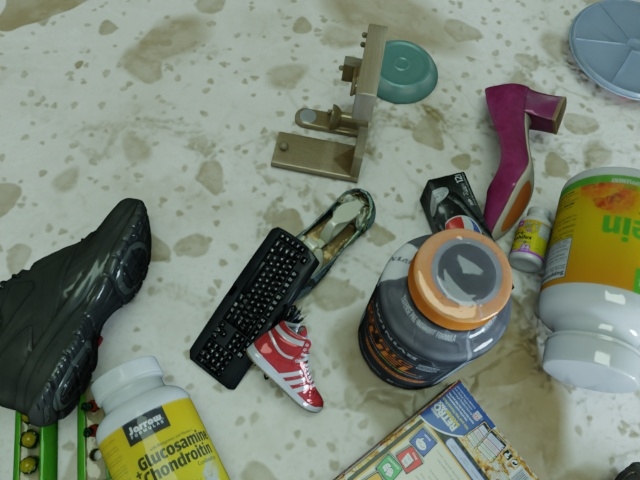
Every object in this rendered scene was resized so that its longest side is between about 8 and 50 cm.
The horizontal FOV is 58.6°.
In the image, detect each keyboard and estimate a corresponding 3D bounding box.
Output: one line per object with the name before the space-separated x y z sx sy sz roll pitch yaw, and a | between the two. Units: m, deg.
keyboard | -0.070 0.083 0.667 0.100 0.038 0.192 33 88 11

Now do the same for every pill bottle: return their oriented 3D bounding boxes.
pill bottle | 0.279 -0.003 0.752 0.043 0.043 0.083 22 67 6
pill bottle | -0.169 0.219 0.597 0.103 0.103 0.184 -28 72 -14
pill bottle | 0.340 0.047 0.684 0.136 0.136 0.246 19 67 5
pill bottle | 0.116 0.074 0.599 0.130 0.246 0.130 1 67 -3

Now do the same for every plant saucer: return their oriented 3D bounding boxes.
plant saucer | 0.121 -0.262 0.864 0.119 0.021 0.119 1 68 -3

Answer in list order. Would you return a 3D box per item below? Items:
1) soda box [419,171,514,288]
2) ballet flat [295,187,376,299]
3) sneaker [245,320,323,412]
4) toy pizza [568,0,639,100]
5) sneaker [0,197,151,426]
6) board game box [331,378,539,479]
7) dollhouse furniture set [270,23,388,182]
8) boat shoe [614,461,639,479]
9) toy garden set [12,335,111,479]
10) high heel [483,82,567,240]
soda box | 0.184 0.000 0.736 0.053 0.060 0.169 -14 69 -9
ballet flat | 0.000 0.000 0.723 0.070 0.070 0.188 38 70 12
sneaker | -0.021 0.140 0.644 0.067 0.042 0.118 -43 112 0
toy pizza | 0.486 -0.296 0.896 0.201 0.032 0.201 1 66 -3
sneaker | -0.286 0.054 0.640 0.130 0.109 0.286 16 51 5
board game box | 0.124 0.271 0.625 0.193 0.045 0.147 -33 73 -16
dollhouse furniture set | 0.008 -0.186 0.755 0.123 0.151 0.144 11 65 1
boat shoe | 0.404 0.338 0.594 0.068 0.081 0.228 -41 73 -14
toy garden set | -0.356 0.176 0.633 0.244 0.049 0.204 -7 68 -7
high heel | 0.243 -0.116 0.791 0.117 0.082 0.244 19 77 30
